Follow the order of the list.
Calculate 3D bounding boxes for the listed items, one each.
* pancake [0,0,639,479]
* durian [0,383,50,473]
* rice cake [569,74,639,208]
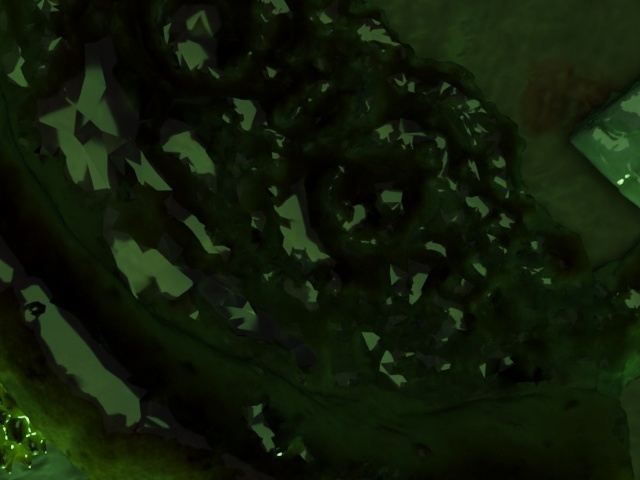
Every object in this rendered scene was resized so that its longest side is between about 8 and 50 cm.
[{"bbox_3d":[-0.004,0.003,0.762,0.427,0.067,0.305,45,69,-6],"label":"pancake"},{"bbox_3d":[-0.168,0.020,0.777,0.146,0.102,0.208,7,91,0],"label":"durian"},{"bbox_3d":[0.261,-0.060,0.834,0.189,0.037,0.198,43,89,-7],"label":"rice cake"}]
